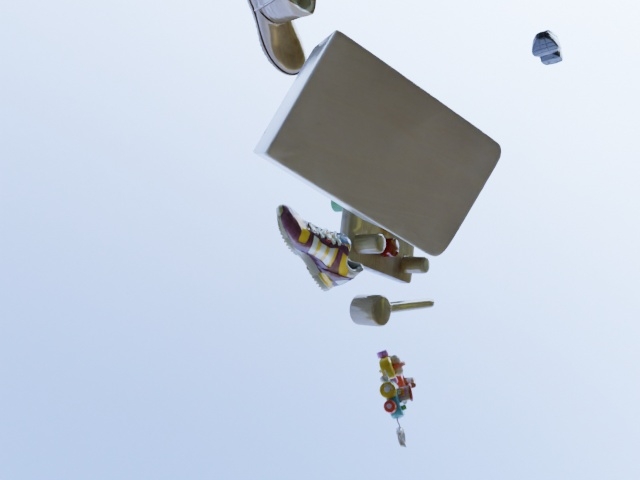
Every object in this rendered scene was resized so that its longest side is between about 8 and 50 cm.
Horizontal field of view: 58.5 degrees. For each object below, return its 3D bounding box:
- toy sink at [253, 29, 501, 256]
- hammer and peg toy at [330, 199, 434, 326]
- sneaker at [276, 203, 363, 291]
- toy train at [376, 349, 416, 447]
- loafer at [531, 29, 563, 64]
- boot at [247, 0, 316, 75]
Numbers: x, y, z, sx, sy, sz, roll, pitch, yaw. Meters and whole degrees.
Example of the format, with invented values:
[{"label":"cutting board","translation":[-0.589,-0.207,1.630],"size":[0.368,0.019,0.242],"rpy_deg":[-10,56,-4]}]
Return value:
[{"label":"toy sink","translation":[0.062,-0.107,0.676],"size":[0.234,0.131,0.152],"rpy_deg":[29,-88,-15]},{"label":"hammer and peg toy","translation":[0.122,-0.003,1.147],"size":[0.266,0.127,0.361],"rpy_deg":[21,-109,-50]},{"label":"sneaker","translation":[0.000,0.000,0.913],"size":[0.084,0.069,0.185],"rpy_deg":[-26,-51,13]},{"label":"toy train","translation":[0.133,0.243,0.917],"size":[0.046,0.166,0.125],"rpy_deg":[-21,-72,12]},{"label":"loafer","translation":[0.535,-0.469,1.358],"size":[0.170,0.062,0.061],"rpy_deg":[2,-97,-62]},{"label":"boot","translation":[-0.066,-0.445,1.140],"size":[0.089,0.269,0.236],"rpy_deg":[-34,-69,-9]}]
